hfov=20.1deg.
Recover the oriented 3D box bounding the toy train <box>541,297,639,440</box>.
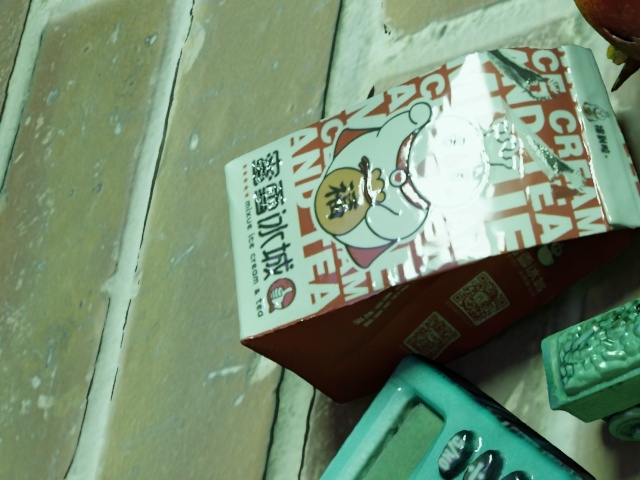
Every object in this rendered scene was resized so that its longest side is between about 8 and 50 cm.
[{"bbox_3d":[0.222,0.069,1.132,0.172,0.099,0.070,-27,50,31],"label":"toy train"}]

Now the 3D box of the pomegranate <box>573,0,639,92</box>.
[{"bbox_3d":[0.253,-0.207,1.215,0.235,0.210,0.210,119,157,-53],"label":"pomegranate"}]

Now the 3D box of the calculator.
[{"bbox_3d":[0.071,0.229,1.211,0.248,0.058,0.274,-55,40,2],"label":"calculator"}]

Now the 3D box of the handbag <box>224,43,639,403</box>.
[{"bbox_3d":[0.090,-0.013,1.301,0.298,0.151,0.171,-21,56,22],"label":"handbag"}]
